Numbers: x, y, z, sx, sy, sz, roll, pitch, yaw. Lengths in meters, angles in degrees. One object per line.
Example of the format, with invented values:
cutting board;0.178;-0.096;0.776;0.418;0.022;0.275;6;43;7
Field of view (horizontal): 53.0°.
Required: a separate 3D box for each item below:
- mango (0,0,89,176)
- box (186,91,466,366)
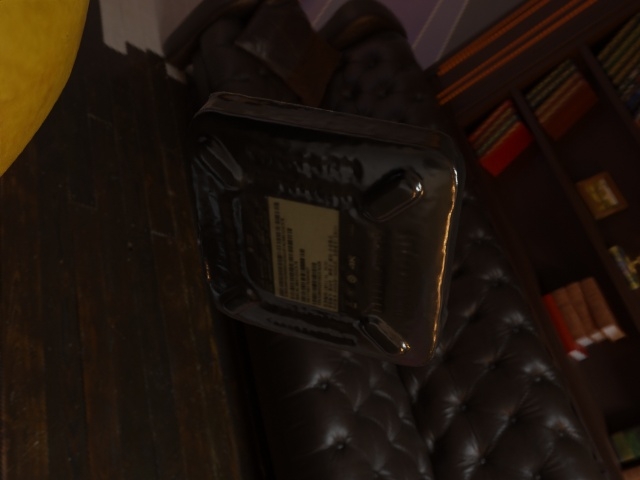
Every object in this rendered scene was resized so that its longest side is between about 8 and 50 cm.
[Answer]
mango;-0.272;-0.155;0.326;0.300;0.232;0.446;-1;55;-11
box;0.000;0.000;0.684;0.073;0.289;0.290;-56;154;-47
